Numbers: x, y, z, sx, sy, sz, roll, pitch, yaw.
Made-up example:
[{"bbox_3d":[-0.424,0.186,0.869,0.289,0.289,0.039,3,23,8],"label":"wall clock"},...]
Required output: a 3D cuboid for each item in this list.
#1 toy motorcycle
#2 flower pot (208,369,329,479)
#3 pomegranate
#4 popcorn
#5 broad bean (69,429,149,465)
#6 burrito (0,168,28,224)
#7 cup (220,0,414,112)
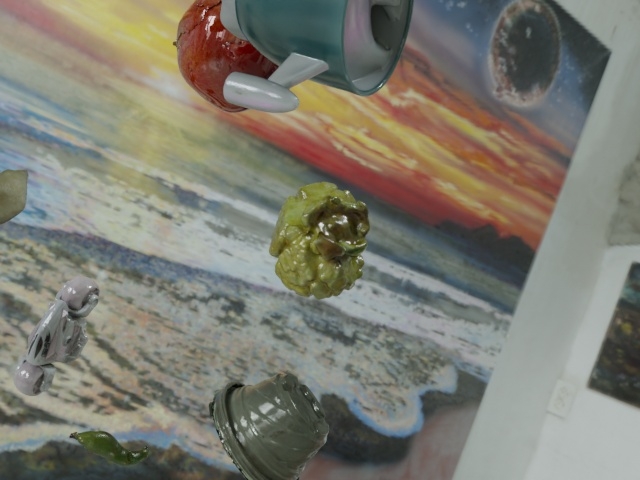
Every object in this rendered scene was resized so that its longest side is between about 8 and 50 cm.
[{"bbox_3d":[-0.517,0.183,1.383,0.113,0.254,0.112,28,-5,3],"label":"toy motorcycle"},{"bbox_3d":[-0.076,0.334,1.300,0.235,0.141,0.235,51,8,-10],"label":"flower pot"},{"bbox_3d":[-0.146,-0.317,1.196,0.235,0.210,0.210,14,-8,44],"label":"pomegranate"},{"bbox_3d":[0.000,0.000,1.635,0.224,0.257,0.270,10,26,-4],"label":"popcorn"},{"bbox_3d":[-0.537,0.526,1.817,0.214,0.070,0.048,29,5,-33],"label":"broad bean"},{"bbox_3d":[-0.767,-0.065,1.488,0.135,0.190,0.332,61,26,6],"label":"burrito"},{"bbox_3d":[-0.010,-0.252,0.764,0.173,0.299,0.167,20,-27,26],"label":"cup"}]
